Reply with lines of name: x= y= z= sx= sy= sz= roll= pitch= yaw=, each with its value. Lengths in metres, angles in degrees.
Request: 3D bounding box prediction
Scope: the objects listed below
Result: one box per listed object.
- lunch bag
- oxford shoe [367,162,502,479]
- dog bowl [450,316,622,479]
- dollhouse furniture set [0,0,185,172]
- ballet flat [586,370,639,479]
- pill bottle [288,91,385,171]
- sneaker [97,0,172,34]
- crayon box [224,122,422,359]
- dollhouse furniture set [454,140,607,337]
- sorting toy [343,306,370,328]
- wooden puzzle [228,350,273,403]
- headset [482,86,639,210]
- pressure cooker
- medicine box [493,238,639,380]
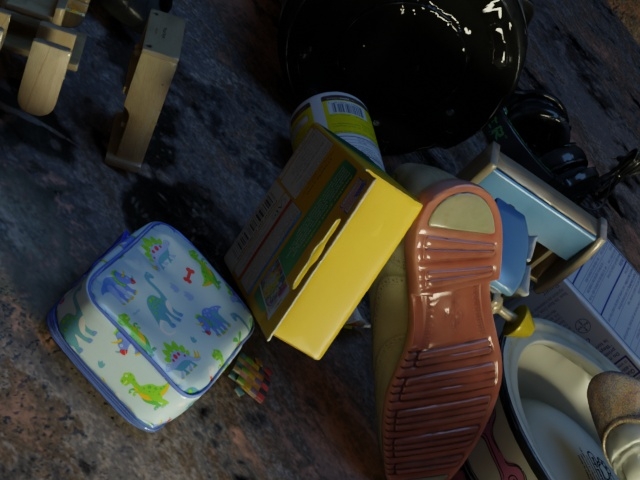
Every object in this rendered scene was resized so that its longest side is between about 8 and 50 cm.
lunch bag: x=-0.173 y=0.082 z=1.567 sx=0.176 sy=0.090 sz=0.219 roll=47 pitch=27 yaw=-5
oxford shoe: x=0.121 y=0.101 z=1.750 sx=0.141 sy=0.397 sz=0.146 roll=-2 pitch=22 yaw=-25
dog bowl: x=0.320 y=0.305 z=1.944 sx=0.408 sy=0.150 sz=0.408 roll=36 pitch=29 yaw=-24
dollhouse furniture set: x=-0.298 y=-0.204 z=1.752 sx=0.242 sy=0.161 sz=0.212 roll=17 pitch=35 yaw=-11
ballet flat: x=0.425 y=0.297 z=1.838 sx=0.316 sy=0.107 sz=0.106 roll=50 pitch=34 yaw=6
pill bottle: x=0.028 y=-0.094 z=2.061 sx=0.117 sy=0.117 sz=0.215 roll=28 pitch=34 yaw=-35
sneaker: x=-0.244 y=-0.373 z=2.061 sx=0.130 sy=0.109 sz=0.286 roll=48 pitch=32 yaw=-24
crayon box: x=0.000 y=0.000 z=1.676 sx=0.083 sy=0.203 sz=0.323 roll=32 pitch=6 yaw=-17
dollhouse furniture set: x=0.210 y=0.082 z=1.952 sx=0.198 sy=0.286 sz=0.303 roll=33 pitch=40 yaw=-16
sorting toy: x=0.035 y=0.084 z=1.929 sx=0.075 sy=0.045 sz=0.083 roll=21 pitch=37 yaw=-54
wooden puzzle: x=-0.078 y=0.153 z=1.706 sx=0.049 sy=0.006 sz=0.083 roll=43 pitch=28 yaw=-12
headset: x=0.417 y=-0.165 z=2.653 sx=0.394 sy=0.185 sz=0.243 roll=30 pitch=32 yaw=-46
pressure cooker: x=0.117 y=-0.373 z=2.296 sx=0.420 sy=0.376 sz=0.370 roll=-85 pitch=153 yaw=-55
medicine box: x=0.421 y=0.148 z=2.294 sx=0.289 sy=0.149 sz=0.263 roll=49 pitch=27 yaw=-1
